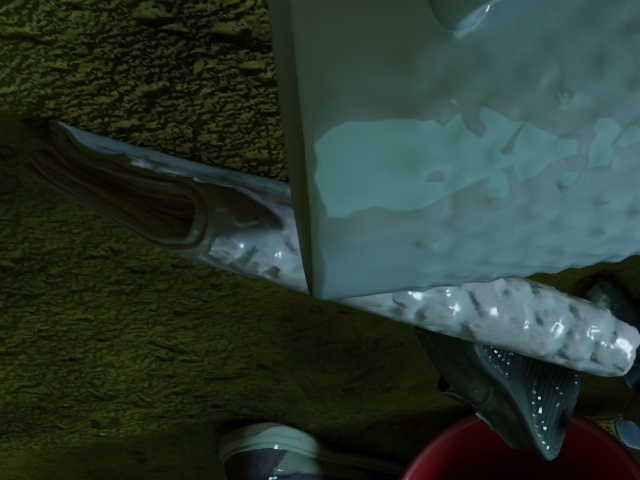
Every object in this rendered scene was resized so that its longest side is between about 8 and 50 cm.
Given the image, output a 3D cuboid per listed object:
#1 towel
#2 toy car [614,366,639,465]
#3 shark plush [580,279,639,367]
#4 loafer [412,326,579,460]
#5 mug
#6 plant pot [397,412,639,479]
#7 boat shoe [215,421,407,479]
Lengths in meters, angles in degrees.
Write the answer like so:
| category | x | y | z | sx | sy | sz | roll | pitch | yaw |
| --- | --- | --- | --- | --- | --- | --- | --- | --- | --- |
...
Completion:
| category | x | y | z | sx | sy | sz | roll | pitch | yaw |
| --- | --- | --- | --- | --- | --- | --- | --- | --- | --- |
| towel | 0.000 | 0.000 | 1.271 | 0.331 | 0.053 | 0.317 | 16 | -175 | -30 |
| toy car | 0.334 | 0.168 | 1.716 | 0.188 | 0.155 | 0.149 | 32 | 138 | -29 |
| shark plush | 0.275 | 0.078 | 1.626 | 0.161 | 0.073 | 0.067 | 22 | 113 | -32 |
| loafer | 0.153 | 0.109 | 1.649 | 0.087 | 0.094 | 0.251 | 9 | 151 | 33 |
| mug | 0.143 | -0.126 | 0.950 | 0.328 | 0.276 | 0.374 | -7 | 176 | -3 |
| plant pot | 0.202 | 0.319 | 1.874 | 0.275 | 0.275 | 0.243 | -6 | 162 | 6 |
| boat shoe | 0.009 | 0.258 | 1.887 | 0.103 | 0.092 | 0.285 | -24 | 146 | 33 |
